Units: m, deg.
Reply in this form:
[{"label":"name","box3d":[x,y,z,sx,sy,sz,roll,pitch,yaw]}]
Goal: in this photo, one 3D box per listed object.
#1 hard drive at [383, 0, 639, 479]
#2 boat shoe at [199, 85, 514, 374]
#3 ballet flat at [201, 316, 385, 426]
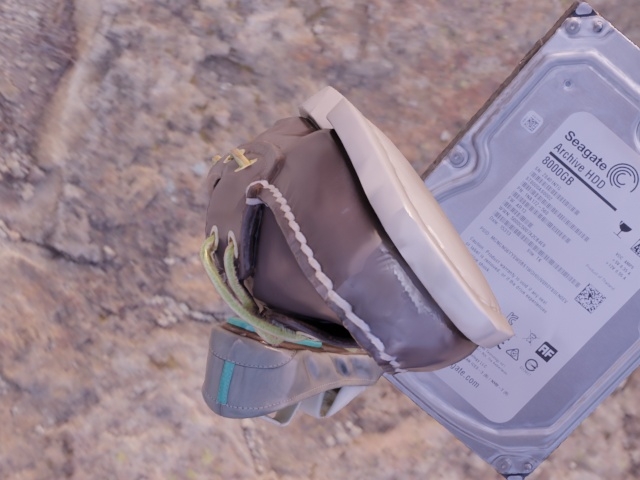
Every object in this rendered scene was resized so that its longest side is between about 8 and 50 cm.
[{"label":"hard drive","box3d":[0.185,0.007,1.026,0.237,0.064,0.339,41,105,-3]},{"label":"boat shoe","box3d":[0.000,0.000,0.565,0.097,0.324,0.116,-32,104,1]},{"label":"ballet flat","box3d":[-0.012,0.087,0.829,0.213,0.072,0.068,8,96,-62]}]
